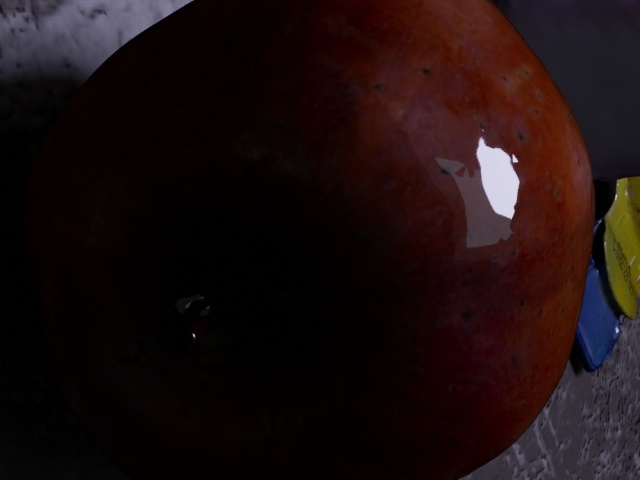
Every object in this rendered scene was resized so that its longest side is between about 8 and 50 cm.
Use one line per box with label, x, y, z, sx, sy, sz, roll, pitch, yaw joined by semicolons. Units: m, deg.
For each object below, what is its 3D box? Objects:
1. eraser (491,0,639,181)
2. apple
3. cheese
eraser;0.243;-0.178;1.063;0.359;0.272;0.122;-53;134;-46
apple;-0.002;0.001;0.690;0.234;0.234;0.234;2;88;-61
cheese;0.230;-0.020;1.251;0.250;0.064;0.156;-54;134;-33
